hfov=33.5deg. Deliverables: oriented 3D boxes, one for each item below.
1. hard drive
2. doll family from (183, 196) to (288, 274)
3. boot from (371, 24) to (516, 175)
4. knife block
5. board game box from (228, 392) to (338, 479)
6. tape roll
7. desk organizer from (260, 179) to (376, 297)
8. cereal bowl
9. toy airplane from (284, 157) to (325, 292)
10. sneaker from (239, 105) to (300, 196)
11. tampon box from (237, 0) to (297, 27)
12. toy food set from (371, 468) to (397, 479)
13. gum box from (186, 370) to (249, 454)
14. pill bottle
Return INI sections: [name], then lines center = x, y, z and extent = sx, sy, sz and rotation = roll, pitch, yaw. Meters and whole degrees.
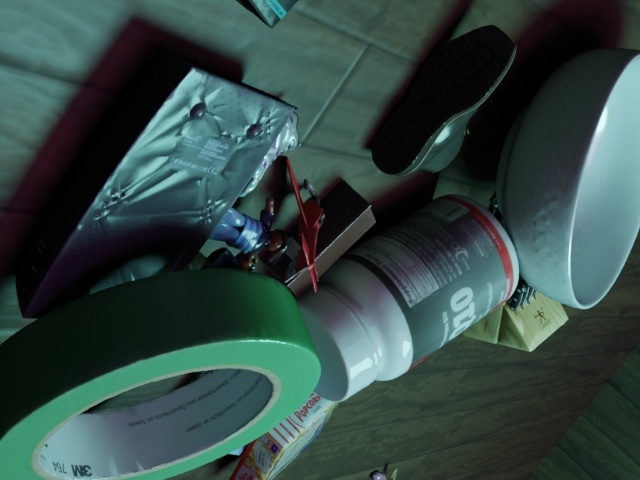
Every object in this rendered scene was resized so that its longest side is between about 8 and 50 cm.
[hard drive]
center = -0.146, -0.040, 0.915
extent = 0.255, 0.054, 0.172
rotation = -53, 153, 14
[doll family]
center = -0.103, 0.039, 1.054
extent = 0.111, 0.076, 0.193
rotation = 22, 122, -42
[boot]
center = 0.154, -0.154, 1.199
extent = 0.198, 0.077, 0.137
rotation = -43, 162, 23
[knife block]
center = 0.262, 0.044, 1.632
extent = 0.088, 0.242, 0.275
rotation = -36, -163, -19
[board game box]
center = -0.041, 0.260, 1.438
extent = 0.146, 0.045, 0.193
rotation = -39, 165, -35
[tape roll]
center = -0.160, 0.143, 1.001
extent = 0.321, 0.077, 0.321
rotation = -18, 153, -10
[desk organizer]
center = 0.000, 0.000, 1.198
extent = 0.130, 0.047, 0.050
rotation = -44, 156, -6
[cereal bowl]
center = 0.329, -0.090, 1.400
extent = 0.339, 0.141, 0.339
rotation = -33, 132, -47
[toy airplane]
center = -0.014, -0.008, 1.090
extent = 0.028, 0.151, 0.151
rotation = -5, 156, 12
[sneaker]
center = -0.046, -0.086, 1.017
extent = 0.069, 0.038, 0.098
rotation = -11, 137, -49
[tampon box]
center = -0.032, -0.255, 0.730
extent = 0.161, 0.101, 0.120
rotation = -48, 154, 0
[toy food set]
center = 0.089, 0.469, 2.018
extent = 0.122, 0.019, 0.078
rotation = -25, 147, -23
[gum box]
center = -0.101, 0.191, 1.319
extent = 0.157, 0.041, 0.184
rotation = -48, 153, 3
[pill bottle]
center = 0.094, 0.071, 1.305
extent = 0.283, 0.161, 0.161
rotation = -31, 150, -30
